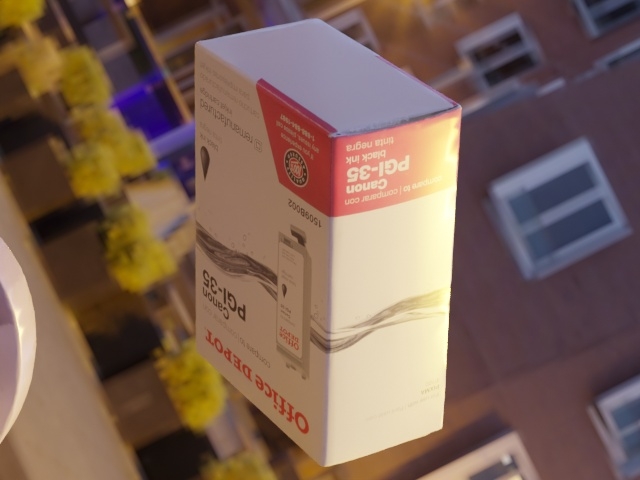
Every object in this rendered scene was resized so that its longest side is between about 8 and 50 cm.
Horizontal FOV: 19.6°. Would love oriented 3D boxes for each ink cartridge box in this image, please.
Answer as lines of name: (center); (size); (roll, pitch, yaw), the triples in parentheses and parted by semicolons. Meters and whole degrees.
ink cartridge box: (0.000, 0.000, 1.418); (0.207, 0.117, 0.283); (37, -46, 48)

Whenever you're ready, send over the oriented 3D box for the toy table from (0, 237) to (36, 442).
toy table: (-0.309, 0.118, 1.260); (0.161, 0.252, 0.274); (-61, 169, -54)
